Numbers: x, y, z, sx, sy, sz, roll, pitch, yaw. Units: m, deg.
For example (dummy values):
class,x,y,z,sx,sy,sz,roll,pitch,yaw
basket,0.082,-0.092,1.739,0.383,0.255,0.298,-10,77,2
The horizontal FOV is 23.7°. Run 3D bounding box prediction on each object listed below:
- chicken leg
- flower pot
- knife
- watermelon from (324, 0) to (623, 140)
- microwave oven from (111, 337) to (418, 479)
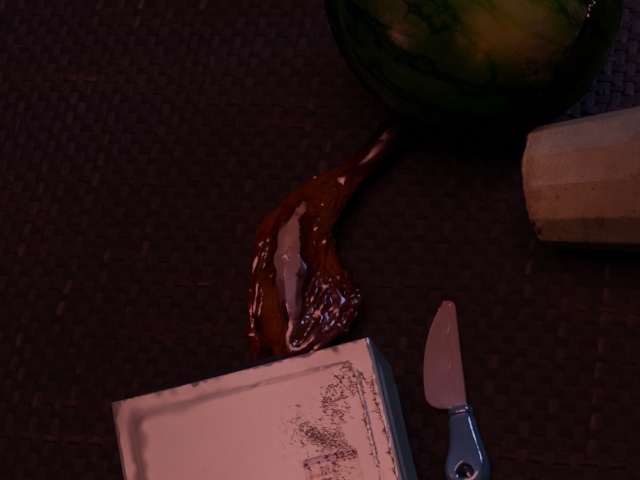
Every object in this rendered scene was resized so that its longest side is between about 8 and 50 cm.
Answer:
class,x,y,z,sx,sy,sz,roll,pitch,yaw
chicken leg,0.000,0.000,1.855,0.158,0.096,0.407,16,67,18
flower pot,0.349,-0.063,1.744,0.203,0.212,0.212,-8,61,26
knife,0.149,0.178,1.761,0.058,0.032,0.244,-20,55,15
watermelon,0.174,-0.290,1.812,0.363,0.363,0.363,-6,62,12
microwave oven,-0.049,0.256,1.675,0.295,0.181,0.237,-15,70,8
